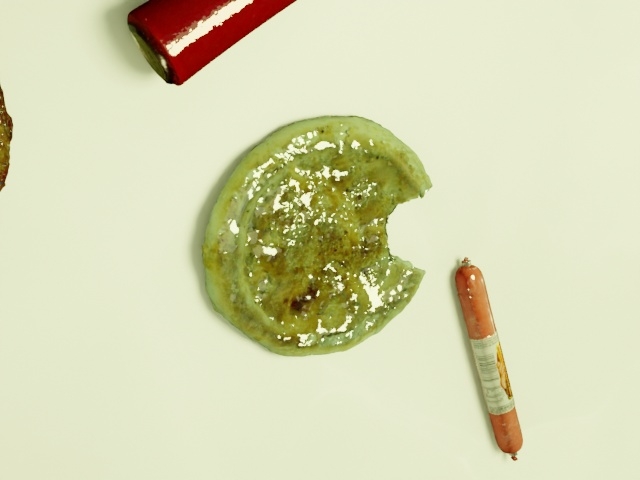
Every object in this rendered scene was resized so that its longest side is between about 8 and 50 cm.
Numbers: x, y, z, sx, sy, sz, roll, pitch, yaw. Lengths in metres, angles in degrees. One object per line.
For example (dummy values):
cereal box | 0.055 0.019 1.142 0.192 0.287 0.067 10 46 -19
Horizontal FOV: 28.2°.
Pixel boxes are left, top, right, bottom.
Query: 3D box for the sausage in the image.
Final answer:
sausage | 0.182 0.132 1.365 0.034 0.034 0.253 -24 114 -17

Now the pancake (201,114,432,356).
pancake | 0.000 0.000 1.240 0.253 0.037 0.254 -7 108 -23

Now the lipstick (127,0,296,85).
lipstick | -0.056 -0.231 1.125 0.241 0.080 0.080 -36 116 -11

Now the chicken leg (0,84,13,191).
chicken leg | -0.331 -0.045 1.063 0.234 0.063 0.105 -42 122 -10
